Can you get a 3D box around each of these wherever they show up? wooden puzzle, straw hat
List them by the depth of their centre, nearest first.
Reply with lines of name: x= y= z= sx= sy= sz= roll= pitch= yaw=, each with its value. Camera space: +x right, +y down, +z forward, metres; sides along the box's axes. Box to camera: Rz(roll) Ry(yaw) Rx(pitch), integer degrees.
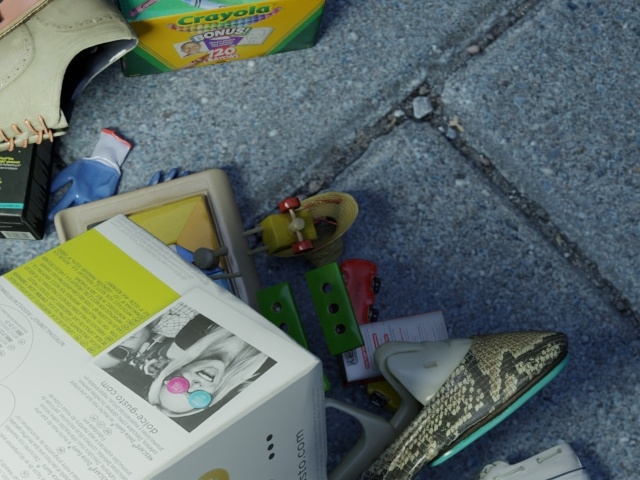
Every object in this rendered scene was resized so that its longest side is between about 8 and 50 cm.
wooden puzzle: x=-0.205 y=0.034 z=1.561 sx=0.238 sy=0.044 sz=0.221 roll=-16 pitch=82 yaw=-13
straw hat: x=0.000 y=0.000 z=1.598 sx=0.144 sy=0.144 sz=0.061 roll=-35 pitch=120 yaw=-16

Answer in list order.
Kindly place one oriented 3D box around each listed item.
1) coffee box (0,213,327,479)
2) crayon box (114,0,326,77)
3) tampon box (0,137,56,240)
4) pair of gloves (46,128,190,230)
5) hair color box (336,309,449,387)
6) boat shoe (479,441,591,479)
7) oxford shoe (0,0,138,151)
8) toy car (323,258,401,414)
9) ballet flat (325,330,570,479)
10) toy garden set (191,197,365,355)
coffee box: x=-0.224 y=0.239 z=1.255 sx=0.334 sy=0.338 sz=0.338 roll=-31 pitch=47 yaw=-30
crayon box: x=-0.139 y=-0.312 z=1.630 sx=0.278 sy=0.165 sz=0.081 roll=-11 pitch=74 yaw=-11
tampon box: x=-0.418 y=-0.093 z=1.549 sx=0.120 sy=0.101 sz=0.161 roll=3 pitch=72 yaw=3
pair of gloves: x=-0.261 y=-0.053 z=1.606 sx=0.198 sy=0.023 sz=0.159 roll=29 pitch=71 yaw=3
hair color box: x=0.092 y=0.138 z=1.523 sx=0.141 sy=0.043 sz=0.072 roll=-9 pitch=74 yaw=-11
boat shoe: x=0.235 y=0.319 z=1.532 sx=0.226 sy=0.083 sz=0.076 roll=-11 pitch=62 yaw=-23
oxford shoe: x=-0.388 y=-0.162 z=1.446 sx=0.146 sy=0.140 sz=0.397 roll=40 pitch=79 yaw=7
toy car: x=0.015 y=0.166 z=1.557 sx=0.225 sy=0.053 sz=0.239 roll=-24 pitch=76 yaw=-14
ballet flat: x=0.079 y=0.239 z=1.435 sx=0.182 sy=0.164 sz=0.483 roll=44 pitch=90 yaw=-1
toy garden set: x=-0.086 y=0.076 z=1.507 sx=0.244 sy=0.049 sz=0.204 roll=-20 pitch=80 yaw=10
